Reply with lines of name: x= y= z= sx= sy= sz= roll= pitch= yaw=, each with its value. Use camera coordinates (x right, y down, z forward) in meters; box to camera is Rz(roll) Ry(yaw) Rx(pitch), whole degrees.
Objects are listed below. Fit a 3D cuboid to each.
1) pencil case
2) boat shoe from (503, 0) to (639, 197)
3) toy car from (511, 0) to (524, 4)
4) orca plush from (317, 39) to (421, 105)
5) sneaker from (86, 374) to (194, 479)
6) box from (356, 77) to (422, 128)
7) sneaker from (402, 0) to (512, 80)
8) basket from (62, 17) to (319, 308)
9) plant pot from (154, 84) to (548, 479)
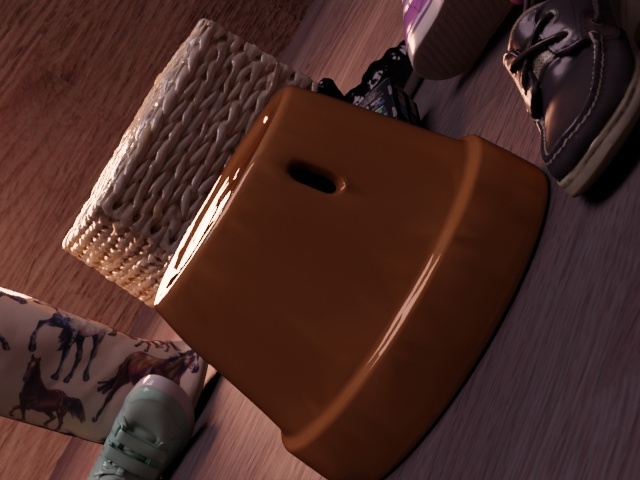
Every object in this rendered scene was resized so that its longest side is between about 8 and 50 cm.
pencil case: x=-0.347 y=0.158 z=2.248 sx=0.160 sy=0.410 sz=0.183 roll=130 pitch=156 yaw=-77
boat shoe: x=0.176 y=-0.130 z=1.216 sx=0.103 sy=0.092 sz=0.285 roll=-53 pitch=10 yaw=34
toy car: x=0.173 y=-0.280 z=1.540 sx=0.159 sy=0.182 sz=0.136 roll=99 pitch=-179 yaw=-67
orca plush: x=0.047 y=-0.170 z=2.061 sx=0.287 sy=0.102 sz=0.151 roll=-56 pitch=9 yaw=19
sneaker: x=-0.238 y=0.289 z=2.116 sx=0.256 sy=0.094 sz=0.151 roll=-64 pitch=-3 yaw=39
box: x=0.015 y=-0.067 z=1.851 sx=0.220 sy=0.051 sz=0.175 roll=-42 pitch=17 yaw=14
sneaker: x=0.155 y=-0.311 z=1.752 sx=0.282 sy=0.102 sz=0.161 roll=-49 pitch=40 yaw=47
basket: x=-0.149 y=-0.070 z=2.307 sx=0.331 sy=0.266 sz=0.328 roll=-63 pitch=10 yaw=-17
plant pot: x=0.008 y=0.017 z=1.302 sx=0.291 sy=0.203 sz=0.291 roll=-57 pitch=8 yaw=12
